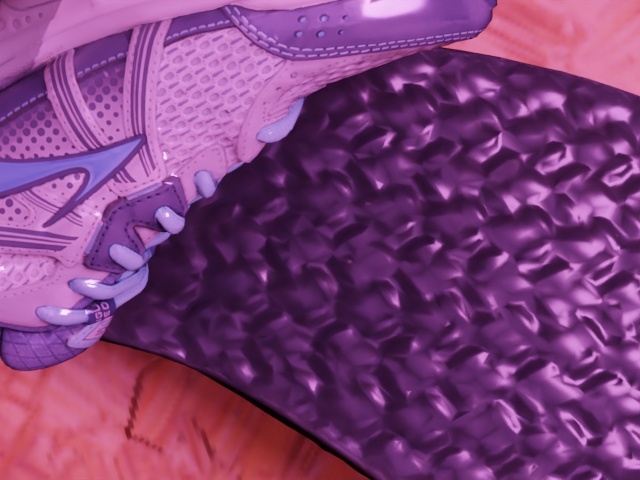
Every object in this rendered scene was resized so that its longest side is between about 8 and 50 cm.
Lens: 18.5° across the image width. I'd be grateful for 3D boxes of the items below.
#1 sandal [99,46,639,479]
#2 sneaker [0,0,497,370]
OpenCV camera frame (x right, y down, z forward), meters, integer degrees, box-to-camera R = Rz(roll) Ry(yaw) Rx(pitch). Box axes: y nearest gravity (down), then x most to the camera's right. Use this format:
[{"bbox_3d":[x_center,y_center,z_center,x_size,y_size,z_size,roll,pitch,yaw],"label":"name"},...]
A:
[{"bbox_3d":[0.000,-0.003,0.724,0.445,0.107,0.168,21,89,6],"label":"sandal"},{"bbox_3d":[-0.074,-0.029,0.640,0.283,0.110,0.122,-14,98,12],"label":"sneaker"}]
